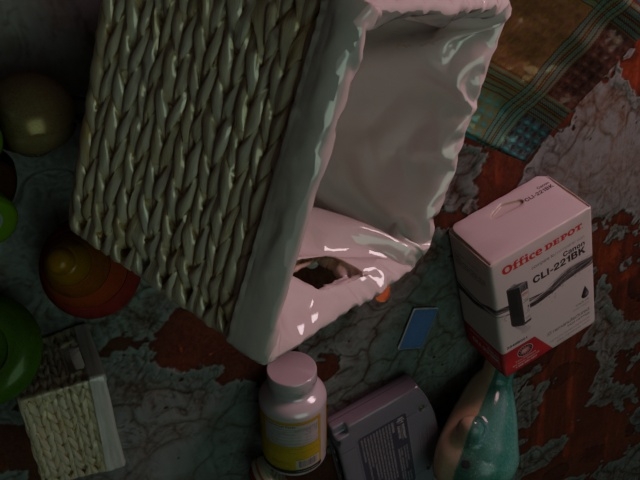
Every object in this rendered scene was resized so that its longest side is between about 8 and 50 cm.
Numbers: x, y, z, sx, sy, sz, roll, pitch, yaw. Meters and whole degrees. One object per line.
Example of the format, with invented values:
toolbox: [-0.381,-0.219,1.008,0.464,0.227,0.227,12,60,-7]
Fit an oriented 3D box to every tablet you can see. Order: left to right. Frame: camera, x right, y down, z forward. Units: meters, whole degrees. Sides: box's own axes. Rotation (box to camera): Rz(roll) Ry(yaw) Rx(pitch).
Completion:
tablet: [0.162,0.146,1.317,0.054,0.006,0.083,1,120,-33]

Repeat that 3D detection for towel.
towel: [0.200,-0.248,0.956,0.370,0.040,0.271,18,128,-28]

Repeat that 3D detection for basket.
basket: [-0.316,0.208,0.983,0.103,0.113,0.167,-16,127,-20]
basket: [-0.029,-0.116,0.775,0.328,0.266,0.331,-26,138,-54]

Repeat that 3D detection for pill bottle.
pill bottle: [-0.041,0.260,1.199,0.103,0.103,0.184,-17,127,-23]

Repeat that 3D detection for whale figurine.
whale figurine: [0.306,0.331,1.421,0.272,0.141,0.216,-67,160,1]

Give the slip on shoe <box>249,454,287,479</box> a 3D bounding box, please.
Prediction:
slip on shoe: [-0.075,0.480,1.324,0.101,0.123,0.331,-22,134,-14]

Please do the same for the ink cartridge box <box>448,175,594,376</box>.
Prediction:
ink cartridge box: [0.334,0.060,1.294,0.197,0.114,0.273,-29,131,-12]

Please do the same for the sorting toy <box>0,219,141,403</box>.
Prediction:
sorting toy: [-0.359,0.103,0.843,0.365,0.127,0.126,-39,176,-4]

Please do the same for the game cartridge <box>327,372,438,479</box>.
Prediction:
game cartridge: [0.119,0.371,1.412,0.196,0.060,0.294,-23,130,-13]

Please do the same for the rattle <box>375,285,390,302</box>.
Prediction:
rattle: [0.096,-0.021,1.146,0.130,0.143,0.200,-4,146,8]

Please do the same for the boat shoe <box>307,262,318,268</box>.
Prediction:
boat shoe: [0.000,0.000,1.094,0.035,0.035,0.100,-1,120,-32]

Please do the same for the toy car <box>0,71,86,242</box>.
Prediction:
toy car: [-0.290,-0.104,0.775,0.188,0.155,0.149,-23,131,-34]
